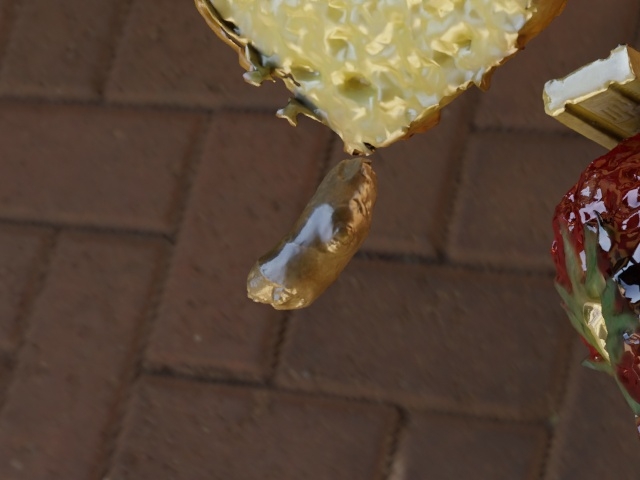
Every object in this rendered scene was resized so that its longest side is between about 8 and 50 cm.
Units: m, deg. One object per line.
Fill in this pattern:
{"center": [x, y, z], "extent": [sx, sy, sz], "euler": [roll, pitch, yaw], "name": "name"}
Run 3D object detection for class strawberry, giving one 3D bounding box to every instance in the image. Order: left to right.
{"center": [0.355, 0.028, 1.565], "extent": [0.310, 0.291, 0.291], "euler": [-11, 62, -14], "name": "strawberry"}

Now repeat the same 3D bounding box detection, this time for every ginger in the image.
{"center": [-0.001, -0.001, 1.928], "extent": [0.190, 0.069, 0.095], "euler": [-50, 48, 7], "name": "ginger"}

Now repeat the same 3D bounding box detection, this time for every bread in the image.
{"center": [0.007, -0.177, 0.751], "extent": [0.160, 0.147, 0.260], "euler": [-34, 92, 43], "name": "bread"}

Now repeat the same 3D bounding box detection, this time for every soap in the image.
{"center": [0.305, -0.101, 1.661], "extent": [0.092, 0.252, 0.037], "euler": [-26, 57, 37], "name": "soap"}
